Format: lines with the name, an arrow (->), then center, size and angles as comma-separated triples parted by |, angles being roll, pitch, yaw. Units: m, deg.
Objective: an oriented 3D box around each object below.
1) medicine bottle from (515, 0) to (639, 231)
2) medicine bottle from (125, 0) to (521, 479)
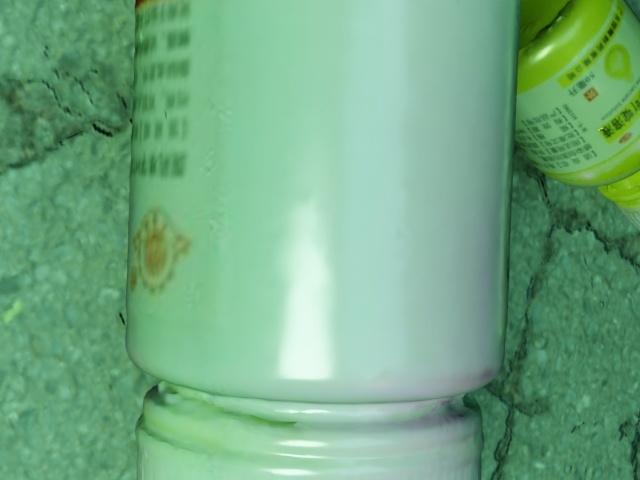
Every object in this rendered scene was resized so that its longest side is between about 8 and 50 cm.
medicine bottle -> 0.203, -0.092, 0.854 | 0.212, 0.122, 0.121 | 44, 70, -27
medicine bottle -> 0.000, 0.000, 0.671 | 0.219, 0.219, 0.388 | -1, 93, -33
